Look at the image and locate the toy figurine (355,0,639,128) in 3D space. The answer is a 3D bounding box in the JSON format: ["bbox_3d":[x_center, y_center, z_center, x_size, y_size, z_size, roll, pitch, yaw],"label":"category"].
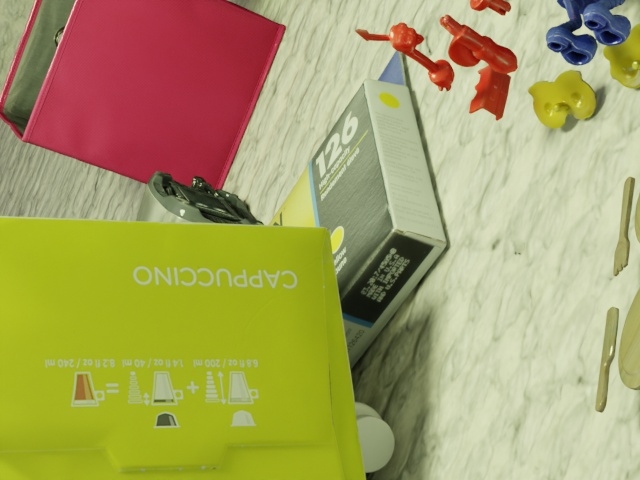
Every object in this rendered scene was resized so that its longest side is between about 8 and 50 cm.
[{"bbox_3d":[0.204,-0.256,1.178,0.362,0.191,0.217,-31,40,56],"label":"toy figurine"}]

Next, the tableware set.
[{"bbox_3d":[0.236,0.013,1.066,0.128,0.039,0.194,124,162,-59],"label":"tableware set"}]

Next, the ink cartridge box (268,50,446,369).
[{"bbox_3d":[0.000,0.000,1.585,0.303,0.072,0.307,-56,28,33],"label":"ink cartridge box"}]

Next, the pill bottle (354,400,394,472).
[{"bbox_3d":[0.018,0.169,1.402,0.116,0.065,0.065,2,74,68],"label":"pill bottle"}]

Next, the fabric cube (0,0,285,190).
[{"bbox_3d":[-0.237,-0.220,2.062,0.254,0.258,0.259,-69,22,6],"label":"fabric cube"}]

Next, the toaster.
[{"bbox_3d":[-0.153,0.014,1.847,0.146,0.129,0.227,-69,21,9],"label":"toaster"}]

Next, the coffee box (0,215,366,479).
[{"bbox_3d":[-0.181,0.190,1.354,0.334,0.338,0.338,138,129,-58],"label":"coffee box"}]
